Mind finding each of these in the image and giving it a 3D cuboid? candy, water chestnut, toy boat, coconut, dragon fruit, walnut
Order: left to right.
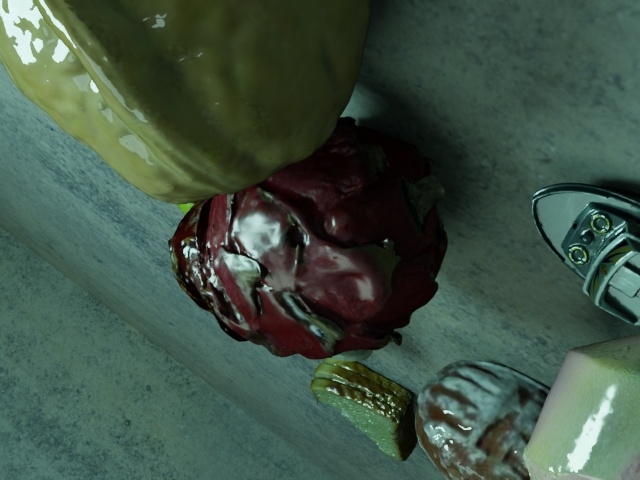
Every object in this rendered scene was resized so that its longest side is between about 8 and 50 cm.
[{"bbox_3d":[-0.129,-0.224,0.637,0.381,0.381,0.381,30,154,17],"label":"walnut"},{"bbox_3d":[-0.120,0.027,1.140,0.289,0.244,0.289,37,162,15],"label":"water chestnut"},{"bbox_3d":[0.001,0.002,0.849,0.329,0.329,0.329,30,154,17],"label":"dragon fruit"},{"bbox_3d":[0.294,0.318,1.096,0.289,0.214,0.157,25,146,25],"label":"candy"},{"bbox_3d":[0.387,0.226,0.800,0.233,0.245,0.233,25,-175,-2],"label":"coconut"},{"bbox_3d":[0.342,0.032,0.667,0.296,0.122,0.114,34,130,17],"label":"toy boat"}]

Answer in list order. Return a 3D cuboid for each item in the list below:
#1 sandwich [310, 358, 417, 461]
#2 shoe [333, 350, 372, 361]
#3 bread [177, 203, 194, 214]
[{"bbox_3d":[0.111,0.407,1.621,0.254,0.099,0.288,17,148,26],"label":"sandwich"},{"bbox_3d":[-0.022,0.161,1.370,0.342,0.132,0.210,28,157,30],"label":"shoe"},{"bbox_3d":[-0.237,-0.078,1.315,0.130,0.071,0.139,37,155,13],"label":"bread"}]
